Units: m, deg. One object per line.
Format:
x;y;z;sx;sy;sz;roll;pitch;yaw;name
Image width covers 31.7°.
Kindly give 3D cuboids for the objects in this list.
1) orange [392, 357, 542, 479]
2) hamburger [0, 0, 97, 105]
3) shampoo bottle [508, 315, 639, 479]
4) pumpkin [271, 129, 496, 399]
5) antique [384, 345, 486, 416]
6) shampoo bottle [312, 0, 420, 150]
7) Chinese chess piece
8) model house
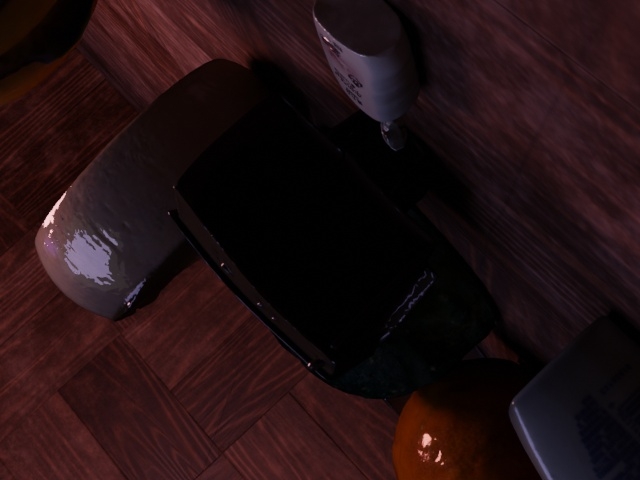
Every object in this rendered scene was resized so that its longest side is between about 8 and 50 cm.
0.211;0.273;1.298;0.284;0.226;0.284;52;179;1;orange
-0.415;-0.327;1.189;0.396;0.396;0.277;47;176;3;hamburger
0.289;0.225;0.809;0.359;0.134;0.078;46;176;16;shampoo bottle
0.030;0.051;1.264;0.293;0.197;0.263;48;177;13;pumpkin
0.118;0.152;1.551;0.152;0.147;0.148;49;176;-24;antique
0.039;-0.116;0.794;0.077;0.045;0.152;44;175;24;shampoo bottle
-0.172;-0.056;1.304;0.140;0.338;0.338;44;174;1;Chinese chess piece
0.000;0.000;1.018;0.211;0.204;0.243;46;165;11;model house
